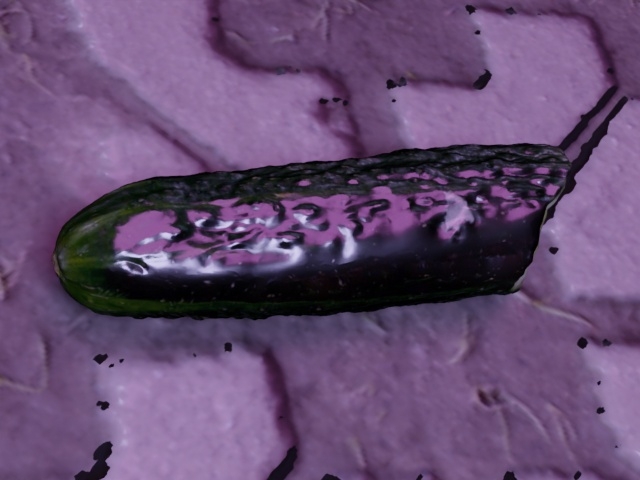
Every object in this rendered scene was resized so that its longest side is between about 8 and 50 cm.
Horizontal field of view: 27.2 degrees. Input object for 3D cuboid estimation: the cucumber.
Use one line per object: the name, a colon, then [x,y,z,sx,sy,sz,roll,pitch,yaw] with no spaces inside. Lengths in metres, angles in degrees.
cucumber: [0.000,-0.001,0.594,0.241,0.074,0.074,-6,55,-19]
